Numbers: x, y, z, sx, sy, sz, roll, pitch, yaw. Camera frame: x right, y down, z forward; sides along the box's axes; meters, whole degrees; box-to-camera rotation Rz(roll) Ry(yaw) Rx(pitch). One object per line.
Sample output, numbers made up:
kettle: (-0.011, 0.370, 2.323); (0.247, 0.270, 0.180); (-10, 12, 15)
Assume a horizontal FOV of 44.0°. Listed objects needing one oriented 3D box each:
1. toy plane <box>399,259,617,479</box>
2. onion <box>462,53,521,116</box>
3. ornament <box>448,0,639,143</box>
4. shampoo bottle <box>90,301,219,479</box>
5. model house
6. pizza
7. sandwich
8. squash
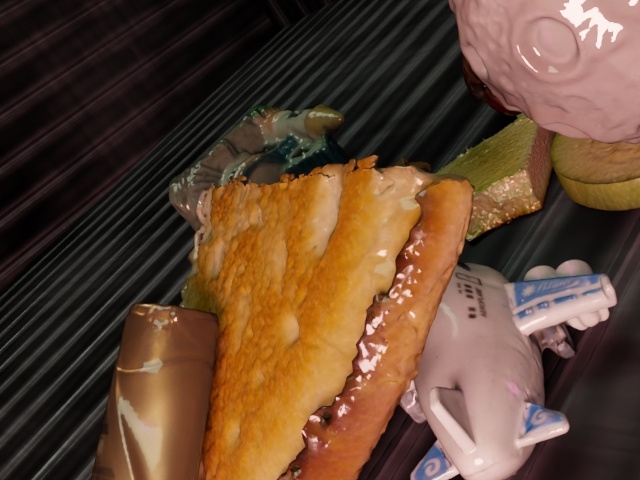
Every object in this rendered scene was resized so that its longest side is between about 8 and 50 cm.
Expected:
toy plane: (0.126, 0.100, 0.668); (0.267, 0.122, 0.267); (-32, 19, 12)
onion: (0.284, -0.291, 1.083); (0.246, 0.190, 0.246); (18, -90, -88)
ornament: (0.281, -0.259, 0.744); (0.337, 0.337, 0.337); (-32, 22, 14)
shampoo bottle: (-0.152, 0.225, 0.660); (0.126, 0.084, 0.349); (-18, 60, 52)
model house: (-0.042, -0.092, 1.248); (0.267, 0.194, 0.325); (-47, 26, -24)
pizza: (-0.048, 0.128, 0.693); (0.435, 0.080, 0.391); (-2, 75, 62)
sandwich: (0.233, -0.084, 0.970); (0.193, 0.058, 0.162); (-35, 23, 2)
squash: (0.366, -0.128, 0.854); (0.252, 0.049, 0.252); (-32, 23, 15)
